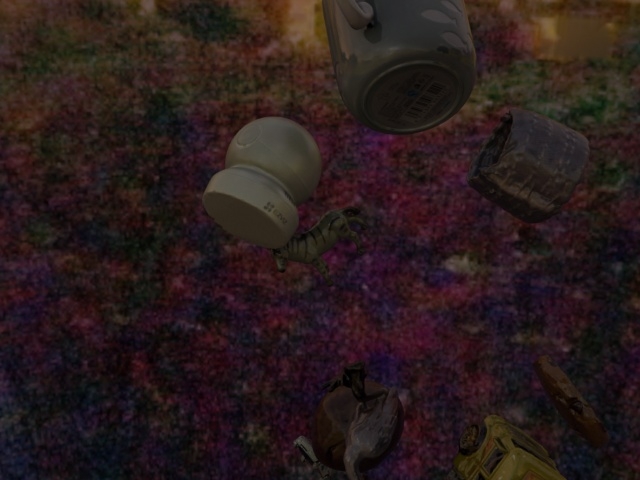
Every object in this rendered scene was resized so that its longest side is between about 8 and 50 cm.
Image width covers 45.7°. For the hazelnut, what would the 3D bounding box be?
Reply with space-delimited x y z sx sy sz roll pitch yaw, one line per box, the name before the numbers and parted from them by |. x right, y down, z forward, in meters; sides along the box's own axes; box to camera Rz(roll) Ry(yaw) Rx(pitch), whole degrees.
hazelnut | 0.080 0.432 1.788 0.218 0.234 0.218 41 7 -6

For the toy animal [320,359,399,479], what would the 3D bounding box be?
toy animal | 0.090 0.415 1.588 0.195 0.324 0.090 5 -11 -34

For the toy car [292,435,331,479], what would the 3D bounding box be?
toy car | -0.018 0.588 2.056 0.056 0.205 0.095 -38 56 -17

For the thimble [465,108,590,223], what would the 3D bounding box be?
thimble | 0.399 -0.145 1.481 0.172 0.205 0.236 27 29 -3

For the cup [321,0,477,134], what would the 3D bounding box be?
cup | 0.116 -0.374 1.338 0.259 0.275 0.356 -26 -35 26

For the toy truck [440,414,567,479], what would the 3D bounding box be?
toy truck | 0.292 0.552 1.443 0.180 0.405 0.254 35 3 -16

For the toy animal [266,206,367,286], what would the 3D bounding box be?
toy animal | -0.004 -0.001 1.567 0.217 0.176 0.073 -46 35 -8

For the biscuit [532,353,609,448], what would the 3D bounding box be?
biscuit | 0.655 0.427 2.007 0.075 0.296 0.296 -37 20 6

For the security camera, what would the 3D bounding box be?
security camera | -0.095 -0.126 1.455 0.194 0.194 0.236 13 65 29
